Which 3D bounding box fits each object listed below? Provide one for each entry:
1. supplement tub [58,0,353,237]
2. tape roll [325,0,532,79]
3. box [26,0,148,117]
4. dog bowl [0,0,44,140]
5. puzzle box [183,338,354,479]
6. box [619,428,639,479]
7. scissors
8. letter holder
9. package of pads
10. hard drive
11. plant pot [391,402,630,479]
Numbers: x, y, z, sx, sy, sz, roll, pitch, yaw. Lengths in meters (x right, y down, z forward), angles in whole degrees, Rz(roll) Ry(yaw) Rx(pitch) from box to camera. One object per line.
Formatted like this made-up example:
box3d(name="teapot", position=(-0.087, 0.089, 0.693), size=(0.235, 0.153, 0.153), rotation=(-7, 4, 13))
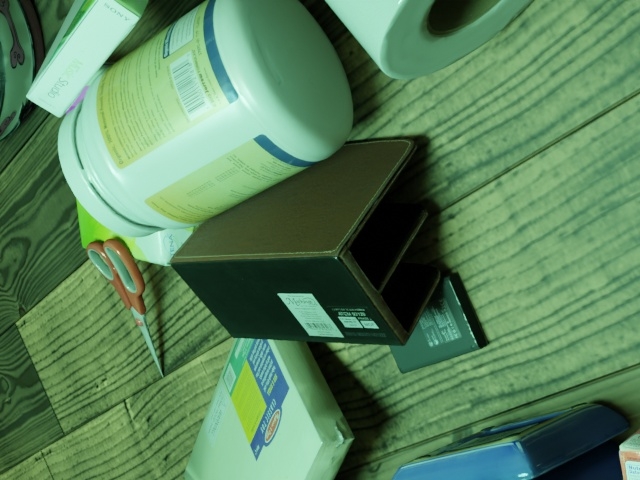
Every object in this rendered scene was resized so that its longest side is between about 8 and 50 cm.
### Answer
box3d(name="supplement tub", position=(-0.145, -0.149, 1.140), size=(0.316, 0.228, 0.228), rotation=(-25, 86, 30))
box3d(name="tape roll", position=(0.106, -0.298, 0.887), size=(0.169, 0.246, 0.246), rotation=(54, 132, 15))
box3d(name="box", position=(-0.261, -0.338, 1.205), size=(0.232, 0.058, 0.322), rotation=(-35, 34, 43))
box3d(name="dog bowl", position=(-0.651, -0.331, 1.599), size=(0.408, 0.150, 0.408), rotation=(10, 113, 25))
box3d(name="puzzle box", position=(-0.089, 0.315, 1.337), size=(0.272, 0.052, 0.409), rotation=(61, 139, 42))
box3d(name="box", position=(0.439, 0.236, 0.817), size=(0.300, 0.142, 0.154), rotation=(-7, 98, 44))
box3d(name="scissors", position=(-0.284, 0.117, 1.471), size=(0.109, 0.021, 0.297), rotation=(6, 129, 41))
box3d(name="letter holder", position=(0.000, 0.000, 1.169), size=(0.302, 0.214, 0.152), rotation=(-3, 133, 45))
box3d(name="package of pads", position=(-0.280, -0.120, 1.408), size=(0.229, 0.101, 0.296), rotation=(11, 111, 42))
box3d(name="hard drive", position=(0.132, 0.105, 1.147), size=(0.135, 0.022, 0.094), rotation=(-27, 85, 44))
box3d(name="plant pot", position=(0.222, 0.305, 0.989), size=(0.236, 0.236, 0.212), rotation=(-28, 77, 44))
